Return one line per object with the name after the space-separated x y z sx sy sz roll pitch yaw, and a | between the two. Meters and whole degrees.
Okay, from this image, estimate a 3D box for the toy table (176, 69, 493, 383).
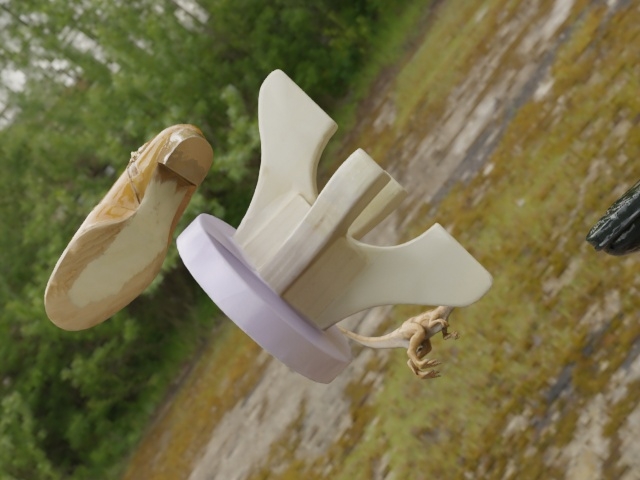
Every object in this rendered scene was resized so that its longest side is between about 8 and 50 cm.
0.000 0.000 0.948 0.161 0.252 0.274 -45 5 4 | toy table

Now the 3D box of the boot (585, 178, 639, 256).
0.406 -0.008 1.088 0.246 0.207 0.094 -38 -5 -10 | boot

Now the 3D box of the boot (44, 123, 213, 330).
-0.241 -0.022 1.434 0.295 0.104 0.211 -52 16 -6 | boot

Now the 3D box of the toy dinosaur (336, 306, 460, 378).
0.122 0.129 1.528 0.211 0.064 0.112 -27 58 25 | toy dinosaur
